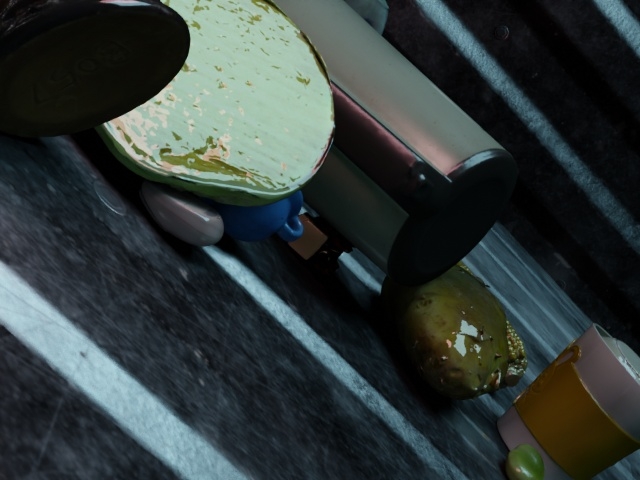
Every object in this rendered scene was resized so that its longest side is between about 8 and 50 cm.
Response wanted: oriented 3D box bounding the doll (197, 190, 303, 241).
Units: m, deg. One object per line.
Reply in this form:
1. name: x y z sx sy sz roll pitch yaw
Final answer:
1. doll: -0.128 -0.148 1.277 0.199 0.145 0.363 -24 74 -49

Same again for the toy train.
1. toy train: 0.000 0.000 1.489 0.087 0.050 0.138 43 11 3

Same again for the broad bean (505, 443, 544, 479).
1. broad bean: 0.280 0.314 1.529 0.063 0.045 0.083 47 21 -5

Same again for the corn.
1. corn: 0.257 0.126 1.885 0.097 0.097 0.319 38 15 -39

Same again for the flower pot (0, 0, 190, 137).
1. flower pot: -0.249 -0.250 0.974 0.267 0.267 0.266 63 17 16

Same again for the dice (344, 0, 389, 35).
1. dice: -0.046 -0.483 2.231 0.265 0.262 0.268 32 23 -52

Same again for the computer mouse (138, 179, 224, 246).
1. computer mouse: -0.142 -0.025 1.123 0.096 0.039 0.066 31 12 3

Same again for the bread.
1. bread: -0.120 -0.169 1.176 0.301 0.045 0.301 14 60 -25

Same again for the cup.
1. cup: 0.397 0.253 1.678 0.185 0.226 0.241 48 12 2

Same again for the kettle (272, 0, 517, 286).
1. kettle: 0.040 -0.150 1.438 0.377 0.250 0.361 45 2 25

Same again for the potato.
1. potato: 0.179 0.119 1.542 0.192 0.141 0.296 42 17 -17
